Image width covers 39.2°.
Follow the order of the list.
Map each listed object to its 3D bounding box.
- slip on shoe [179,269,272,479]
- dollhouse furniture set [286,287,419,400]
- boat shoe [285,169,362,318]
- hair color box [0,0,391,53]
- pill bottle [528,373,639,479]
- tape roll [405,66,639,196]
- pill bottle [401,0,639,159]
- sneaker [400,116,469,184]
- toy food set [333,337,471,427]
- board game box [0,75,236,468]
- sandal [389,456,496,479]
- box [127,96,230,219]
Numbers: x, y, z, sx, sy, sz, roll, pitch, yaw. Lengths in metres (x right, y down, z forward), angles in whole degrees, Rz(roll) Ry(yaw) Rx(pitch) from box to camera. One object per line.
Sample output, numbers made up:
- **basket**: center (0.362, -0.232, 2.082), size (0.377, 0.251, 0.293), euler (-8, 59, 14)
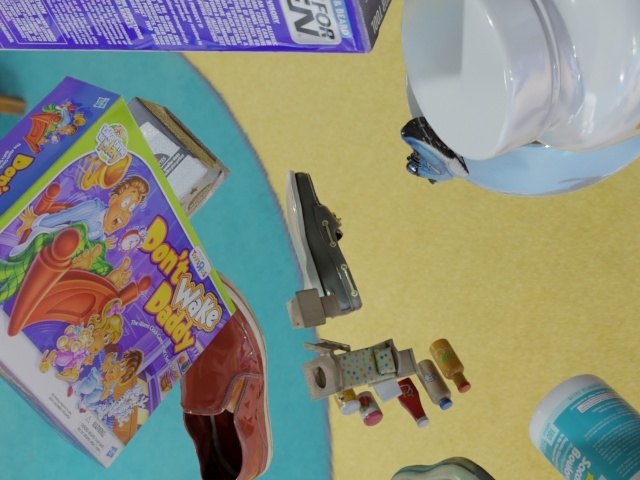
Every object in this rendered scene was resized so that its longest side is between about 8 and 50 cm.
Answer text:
- **slip on shoe**: center (-0.138, 0.190, 1.198), size (0.123, 0.101, 0.331), euler (2, 111, 27)
- **dollhouse furniture set**: center (0.065, 0.136, 1.342), size (0.101, 0.182, 0.161), euler (-33, 69, 57)
- **boat shoe**: center (0.000, 0.002, 1.650), size (0.109, 0.091, 0.305), euler (99, 159, -62)
- **hair color box**: center (-0.105, -0.232, 0.651), size (0.339, 0.110, 0.185), euler (6, 52, 21)
- **pill bottle**: center (0.430, 0.321, 1.274), size (0.264, 0.146, 0.146), euler (48, 120, 47)
- **tape roll**: center (0.314, -0.241, 1.275), size (0.392, 0.392, 0.072), euler (-46, 19, 31)
- **pill bottle**: center (0.239, -0.179, 0.684), size (0.188, 0.334, 0.188), euler (55, 157, 37)
- **sneaker**: center (0.150, -0.115, 1.265), size (0.073, 0.162, 0.063), euler (-29, 58, 20)
- **toy food set**: center (0.151, 0.282, 1.613), size (0.232, 0.111, 0.104), euler (-24, 52, -7)
- **board game box**: center (-0.232, 0.046, 0.896), size (0.078, 0.347, 0.233), euler (23, 62, 30)
- **sandal**: center (0.132, 0.326, 1.053), size (0.120, 0.086, 0.303), euler (37, 155, 8)
- **box**: center (-0.287, -0.070, 1.372), size (0.163, 0.142, 0.247), euler (45, 99, 5)
